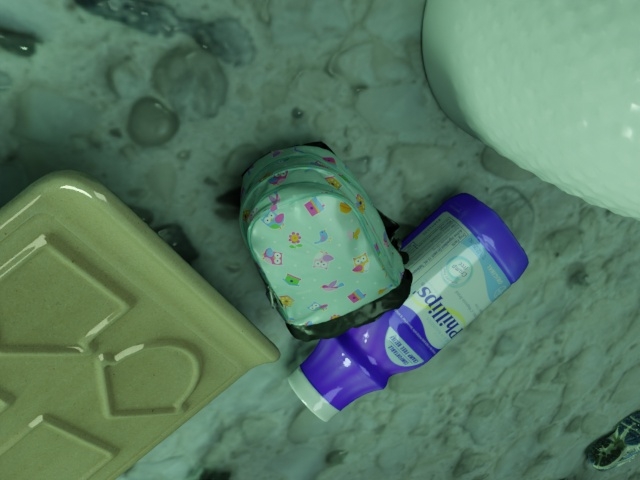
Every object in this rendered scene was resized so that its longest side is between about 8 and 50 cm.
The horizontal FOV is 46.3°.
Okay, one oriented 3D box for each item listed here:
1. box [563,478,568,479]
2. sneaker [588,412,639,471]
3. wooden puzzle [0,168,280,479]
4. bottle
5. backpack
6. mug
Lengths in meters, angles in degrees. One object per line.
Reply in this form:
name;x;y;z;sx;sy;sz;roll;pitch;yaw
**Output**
box;0.291;0.561;1.215;0.257;0.079;0.321;-12;122;-24
sneaker;0.491;0.327;1.205;0.135;0.052;0.058;-29;138;-1
wooden puzzle;-0.248;0.117;0.644;0.348;0.080;0.322;-35;140;1
bottle;0.089;0.078;0.810;0.283;0.092;0.118;-42;122;1
backpack;0.000;0.000;0.698;0.152;0.115;0.182;-25;121;3
mug;0.308;-0.195;0.615;0.276;0.328;0.374;16;109;-34
